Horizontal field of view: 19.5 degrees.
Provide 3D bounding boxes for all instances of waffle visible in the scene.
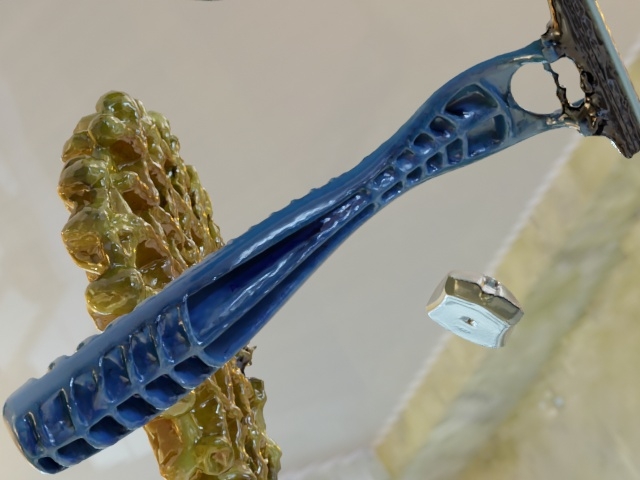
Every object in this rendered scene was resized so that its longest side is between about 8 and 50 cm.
[{"bbox_3d":[-0.099,0.043,1.221,0.065,0.283,0.309,-20,14,10],"label":"waffle"}]

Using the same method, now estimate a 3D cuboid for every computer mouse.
[{"bbox_3d":[0.099,0.036,1.142,0.032,0.056,0.110,-63,-2,-14],"label":"computer mouse"}]

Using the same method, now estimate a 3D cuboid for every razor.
[{"bbox_3d":[0.000,0.000,0.651,0.253,0.042,0.082,-35,-62,-8],"label":"razor"}]
